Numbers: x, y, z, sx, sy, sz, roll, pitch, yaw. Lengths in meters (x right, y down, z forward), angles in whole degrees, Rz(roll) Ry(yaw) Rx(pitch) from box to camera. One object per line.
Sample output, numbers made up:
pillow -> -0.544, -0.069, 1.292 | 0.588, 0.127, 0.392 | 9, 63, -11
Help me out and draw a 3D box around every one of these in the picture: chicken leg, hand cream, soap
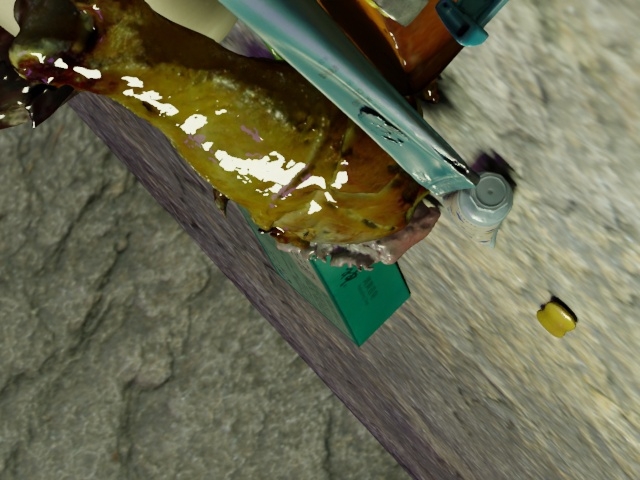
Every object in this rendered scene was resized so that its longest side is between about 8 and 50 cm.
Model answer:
chicken leg -> -0.033, -0.103, 1.292 | 0.361, 0.211, 0.140 | 34, -154, -45
hand cream -> 0.006, -0.108, 1.053 | 0.224, 0.048, 0.083 | 45, 168, -7
hand cream -> 0.130, -0.027, 1.444 | 0.065, 0.043, 0.170 | 47, 175, 5
soap -> 0.211, 0.071, 1.586 | 0.034, 0.012, 0.089 | 45, 171, 6

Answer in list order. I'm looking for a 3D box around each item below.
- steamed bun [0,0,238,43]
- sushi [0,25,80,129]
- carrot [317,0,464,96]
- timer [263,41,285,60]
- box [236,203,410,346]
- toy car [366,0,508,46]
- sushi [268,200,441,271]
steamed bun -> -0.201, -0.264, 1.405 | 0.324, 0.206, 0.324 | 46, 171, 9
sushi -> -0.368, -0.273, 1.828 | 0.281, 0.299, 0.294 | 23, 158, 29
carrot -> -0.016, -0.221, 1.087 | 0.307, 0.100, 0.258 | 41, 167, 29
timer -> 0.001, -0.155, 1.458 | 0.140, 0.047, 0.128 | 36, 168, 48
box -> 0.000, 0.000, 1.980 | 0.153, 0.092, 0.245 | 41, 170, 27
toy car -> 0.051, -0.186, 0.913 | 0.161, 0.126, 0.098 | 48, -170, 31
sushi -> -0.006, -0.066, 1.682 | 0.161, 0.107, 0.241 | 51, 162, -29
